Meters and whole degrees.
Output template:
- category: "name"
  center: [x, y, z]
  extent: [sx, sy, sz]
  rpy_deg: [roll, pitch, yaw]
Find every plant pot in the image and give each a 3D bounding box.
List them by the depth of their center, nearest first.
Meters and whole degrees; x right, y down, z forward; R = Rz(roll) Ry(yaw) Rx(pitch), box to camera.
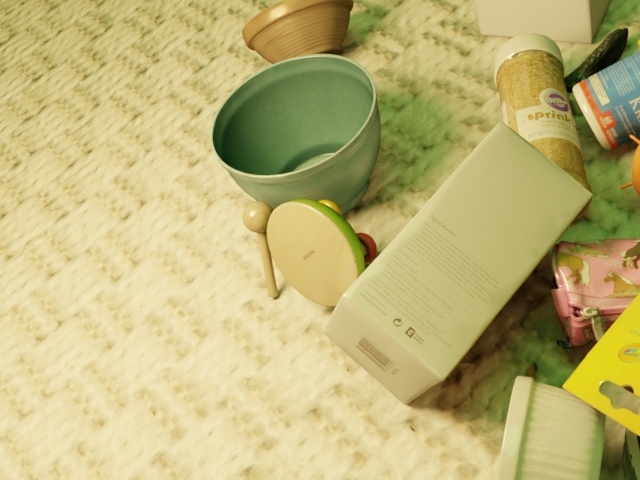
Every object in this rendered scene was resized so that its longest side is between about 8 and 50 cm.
- category: "plant pot"
  center: [-0.021, -0.154, 1.515]
  extent: [0.293, 0.196, 0.293]
  rpy_deg: [-11, 48, 13]
- category: "plant pot"
  center: [-0.031, -0.415, 1.766]
  extent: [0.237, 0.237, 0.109]
  rpy_deg: [-22, 88, 3]

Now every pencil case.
- category: "pencil case"
  center: [0.506, 0.064, 1.146]
  extent: [0.386, 0.160, 0.167]
  rpy_deg: [-4, 56, 18]

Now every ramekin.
- category: "ramekin"
  center: [0.274, 0.273, 1.038]
  extent: [0.109, 0.207, 0.207]
  rpy_deg: [8, 55, 17]

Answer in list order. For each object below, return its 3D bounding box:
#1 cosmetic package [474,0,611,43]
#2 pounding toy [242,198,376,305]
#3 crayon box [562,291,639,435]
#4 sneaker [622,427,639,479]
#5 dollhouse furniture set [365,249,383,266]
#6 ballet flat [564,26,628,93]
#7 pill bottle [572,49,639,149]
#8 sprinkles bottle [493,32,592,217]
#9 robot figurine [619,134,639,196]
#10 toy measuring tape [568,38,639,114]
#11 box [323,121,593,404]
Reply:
- category: "cosmetic package"
  center: [0.441, -0.507, 1.667]
  extent: [0.224, 0.138, 0.224]
  rpy_deg: [13, 57, 30]
- category: "pounding toy"
  center: [0.000, 0.000, 1.382]
  extent: [0.237, 0.182, 0.110]
  rpy_deg: [1, 28, 46]
- category: "crayon box"
  center: [0.439, 0.093, 0.959]
  extent: [0.318, 0.081, 0.202]
  rpy_deg: [-48, 17, -2]
- category: "sneaker"
  center: [0.420, 0.323, 1.016]
  extent: [0.095, 0.090, 0.235]
  rpy_deg: [-3, 52, 8]
- category: "dollhouse furniture set"
  center: [0.093, 0.038, 1.385]
  extent: [0.114, 0.081, 0.091]
  rpy_deg: [20, 62, 34]
- category: "ballet flat"
  center: [0.493, -0.327, 1.549]
  extent: [0.173, 0.057, 0.049]
  rpy_deg: [-44, 45, -17]
- category: "pill bottle"
  center: [0.531, -0.247, 1.385]
  extent: [0.222, 0.124, 0.124]
  rpy_deg: [-28, 44, 22]
- category: "sprinkles bottle"
  center: [0.364, -0.190, 1.443]
  extent: [0.121, 0.121, 0.355]
  rpy_deg: [-10, 49, 14]
- category: "robot figurine"
  center: [0.563, -0.105, 1.285]
  extent: [0.220, 0.158, 0.128]
  rpy_deg: [11, 41, 29]
- category: "toy measuring tape"
  center: [0.584, -0.301, 1.460]
  extent: [0.330, 0.121, 0.121]
  rpy_deg: [-33, 47, 4]
- category: "box"
  center: [0.187, 0.037, 1.226]
  extent: [0.168, 0.215, 0.345]
  rpy_deg: [41, 71, 7]
